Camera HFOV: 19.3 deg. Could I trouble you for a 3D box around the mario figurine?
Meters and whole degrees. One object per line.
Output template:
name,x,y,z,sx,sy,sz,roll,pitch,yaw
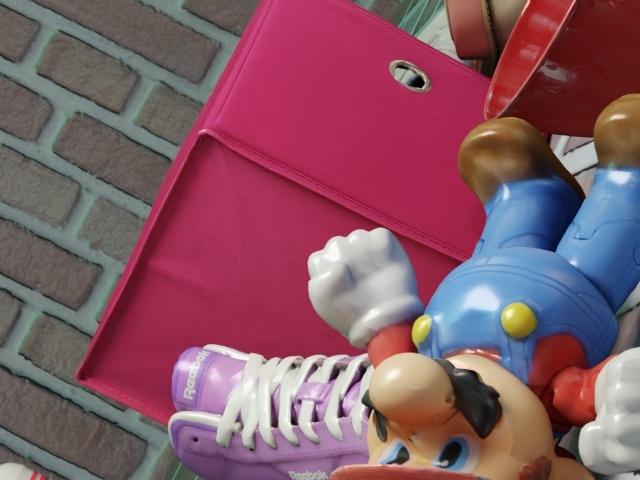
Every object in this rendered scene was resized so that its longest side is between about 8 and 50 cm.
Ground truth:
mario figurine,0.082,0.043,0.900,0.198,0.170,0.320,-54,9,50

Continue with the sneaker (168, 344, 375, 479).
sneaker,-0.009,0.105,1.110,0.102,0.161,0.282,-65,6,-32

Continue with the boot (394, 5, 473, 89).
boot,0.099,-0.154,2.097,0.258,0.095,0.123,-56,2,46

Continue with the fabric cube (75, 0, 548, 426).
fabric cube,0.000,0.000,1.432,0.259,0.254,0.258,-59,6,33

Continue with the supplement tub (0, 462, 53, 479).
supplement tub,-0.190,0.322,1.564,0.191,0.272,0.191,-62,5,9

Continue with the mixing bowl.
mixing bowl,0.184,-0.131,1.136,0.181,0.098,0.181,-63,4,8

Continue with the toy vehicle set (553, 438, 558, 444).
toy vehicle set,0.092,0.114,1.146,0.166,0.035,0.267,-62,5,8

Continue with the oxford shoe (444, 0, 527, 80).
oxford shoe,0.183,-0.194,1.563,0.348,0.130,0.123,-22,-76,-79
